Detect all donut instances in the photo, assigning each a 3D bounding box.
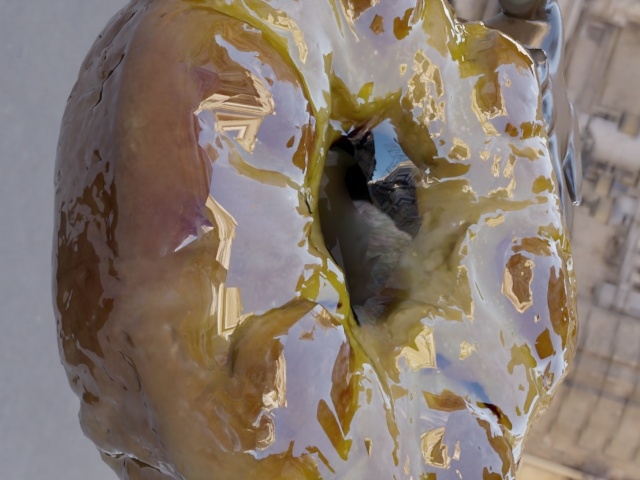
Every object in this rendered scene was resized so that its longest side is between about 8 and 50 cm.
[{"bbox_3d":[0.000,0.000,0.594,0.150,0.299,0.317,-12,-141,46],"label":"donut"}]

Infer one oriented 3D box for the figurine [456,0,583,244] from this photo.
[{"bbox_3d":[0.118,-0.086,0.967,0.247,0.173,0.177,64,32,-49],"label":"figurine"}]
